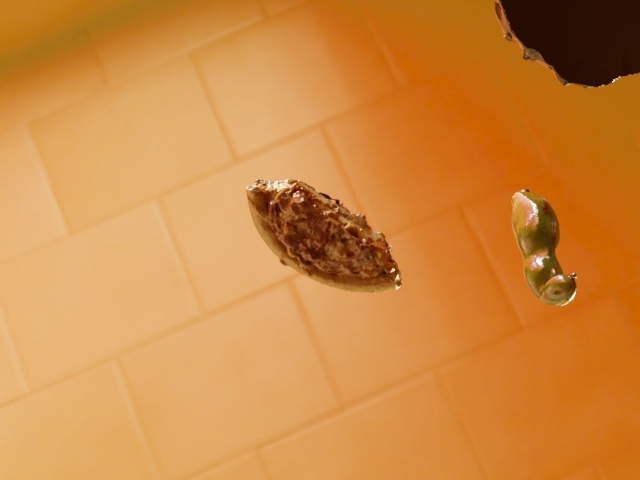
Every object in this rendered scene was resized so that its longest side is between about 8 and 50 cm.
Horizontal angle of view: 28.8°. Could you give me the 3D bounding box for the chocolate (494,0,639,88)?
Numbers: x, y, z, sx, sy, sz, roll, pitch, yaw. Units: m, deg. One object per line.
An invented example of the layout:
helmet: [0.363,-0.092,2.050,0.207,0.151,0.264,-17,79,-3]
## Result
chocolate: [0.274,-0.285,1.360,0.177,0.206,0.224,-112,32,-77]

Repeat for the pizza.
pizza: [0.000,0.000,1.690,0.246,0.127,0.058,42,-160,-12]

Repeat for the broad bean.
broad bean: [0.260,0.003,1.483,0.214,0.048,0.070,-104,30,-50]
